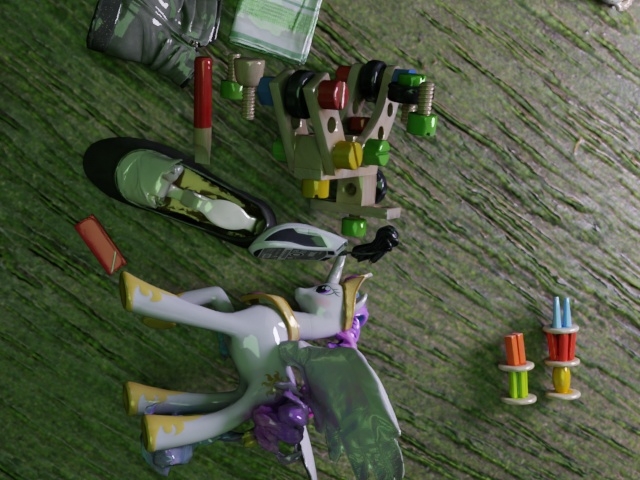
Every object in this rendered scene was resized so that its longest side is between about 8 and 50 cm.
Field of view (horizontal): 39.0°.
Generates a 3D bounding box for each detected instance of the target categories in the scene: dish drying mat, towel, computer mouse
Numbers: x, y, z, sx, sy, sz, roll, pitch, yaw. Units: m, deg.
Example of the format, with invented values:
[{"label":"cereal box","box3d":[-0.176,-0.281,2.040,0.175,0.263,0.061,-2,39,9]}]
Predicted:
[{"label":"dish drying mat","box3d":[-0.303,0.006,1.248,0.032,0.008,0.083,-34,98,-4]},{"label":"towel","box3d":[-0.054,-0.332,1.252,0.113,0.023,0.152,16,91,-10]},{"label":"computer mouse","box3d":[0.000,0.000,1.200,0.192,0.106,0.042,3,74,-15]}]

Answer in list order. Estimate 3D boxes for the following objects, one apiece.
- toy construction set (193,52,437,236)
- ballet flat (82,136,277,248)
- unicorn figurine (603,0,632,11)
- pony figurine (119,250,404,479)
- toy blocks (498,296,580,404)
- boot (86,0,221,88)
[{"label":"toy construction set","box3d":[-0.013,-0.114,1.187,0.308,0.257,0.237,5,107,4]},{"label":"ballet flat","box3d":[-0.185,-0.069,1.215,0.280,0.096,0.095,21,91,-9]},{"label":"unicorn figurine","box3d":[0.393,-0.383,1.294,0.161,0.060,0.111,27,89,-9]},{"label":"pony figurine","box3d":[-0.062,0.183,1.168,0.363,0.303,0.351,-3,67,-24]},{"label":"toy blocks","box3d":[0.320,0.160,1.327,0.123,0.054,0.148,-4,95,-8]},{"label":"boot","box3d":[-0.205,-0.341,1.213,0.161,0.083,0.247,17,93,-20]}]
